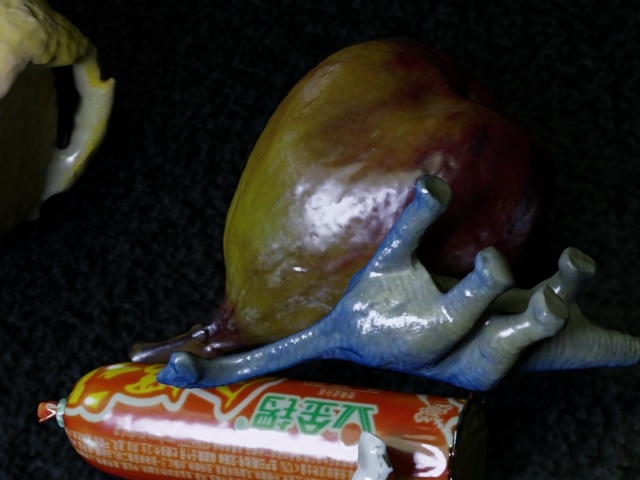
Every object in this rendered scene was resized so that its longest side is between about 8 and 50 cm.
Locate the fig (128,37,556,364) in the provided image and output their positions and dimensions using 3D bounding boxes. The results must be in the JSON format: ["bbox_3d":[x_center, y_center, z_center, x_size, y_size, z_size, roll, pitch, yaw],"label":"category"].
[{"bbox_3d":[-0.001,-0.001,1.060,0.274,0.145,0.170,-37,57,8],"label":"fig"}]

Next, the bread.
[{"bbox_3d":[-0.241,-0.087,1.136,0.170,0.197,0.197,33,73,16],"label":"bread"}]

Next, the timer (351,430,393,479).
[{"bbox_3d":[-0.062,0.214,0.938,0.266,0.175,0.175,-24,58,-9],"label":"timer"}]

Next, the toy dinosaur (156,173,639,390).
[{"bbox_3d":[0.060,0.062,1.000,0.188,0.248,0.075,-43,41,35],"label":"toy dinosaur"}]

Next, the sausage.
[{"bbox_3d":[-0.039,0.112,1.032,0.264,0.083,0.083,5,63,17],"label":"sausage"}]
